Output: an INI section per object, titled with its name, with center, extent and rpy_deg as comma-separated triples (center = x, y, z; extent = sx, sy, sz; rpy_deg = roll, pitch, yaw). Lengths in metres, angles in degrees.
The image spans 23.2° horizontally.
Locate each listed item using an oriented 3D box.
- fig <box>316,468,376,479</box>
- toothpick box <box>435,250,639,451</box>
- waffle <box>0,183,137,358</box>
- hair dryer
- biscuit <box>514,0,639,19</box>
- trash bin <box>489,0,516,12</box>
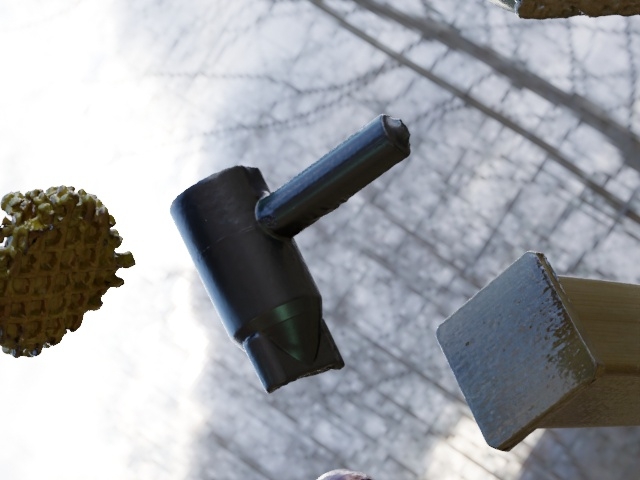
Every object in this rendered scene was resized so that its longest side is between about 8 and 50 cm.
[fig]
center = 0.035, 0.347, 1.857
extent = 0.128, 0.128, 0.150
rpy_deg = 104, -178, -52
[toothpick box]
center = 0.338, 0.146, 1.998
extent = 0.308, 0.187, 0.190
rpy_deg = 7, -43, -45
[waffle]
center = -0.295, 0.028, 1.641
extent = 0.193, 0.070, 0.197
rpy_deg = -53, -33, -7
[hair dryer]
center = 0.000, 0.000, 1.658
extent = 0.302, 0.244, 0.116
rpy_deg = -36, -14, 31
[biscuit]
center = 0.287, -0.264, 1.387
extent = 0.025, 0.231, 0.131
rpy_deg = -51, -40, -71
[trash bin]
center = 0.317, -0.498, 2.097
extent = 0.432, 0.280, 0.280
rpy_deg = -76, 5, -49
